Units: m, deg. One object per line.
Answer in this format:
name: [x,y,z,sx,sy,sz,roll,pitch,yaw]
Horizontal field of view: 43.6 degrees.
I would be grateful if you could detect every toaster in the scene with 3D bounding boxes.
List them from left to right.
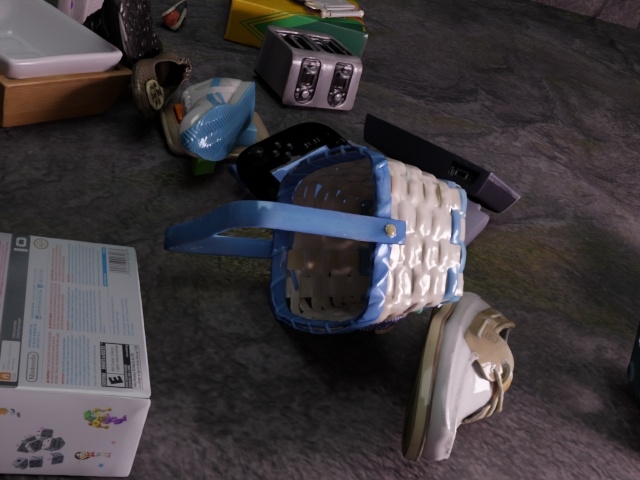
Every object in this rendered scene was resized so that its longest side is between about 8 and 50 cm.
toaster: [-0.028,-0.345,1.603,0.168,0.110,0.186,1,33,-32]

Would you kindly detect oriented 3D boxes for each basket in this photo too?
basket: [0.000,0.000,0.866,0.288,0.201,0.254,10,-8,-26]

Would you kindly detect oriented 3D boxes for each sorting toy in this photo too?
sorting toy: [-0.166,-0.191,1.316,0.196,0.047,0.348,5,31,-24]

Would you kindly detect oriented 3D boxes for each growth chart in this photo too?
growth chart: [-0.014,-0.569,1.869,0.172,0.021,0.237,-11,41,-40]

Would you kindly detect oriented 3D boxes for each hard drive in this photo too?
hard drive: [0.198,-0.127,1.351,0.254,0.054,0.172,32,6,32]

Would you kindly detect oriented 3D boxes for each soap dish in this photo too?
soap dish: [-0.467,-0.282,1.217,0.290,0.118,0.229,33,31,24]

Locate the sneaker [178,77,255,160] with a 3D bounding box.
sneaker: [-0.170,-0.183,1.197,0.092,0.087,0.229,9,27,10]

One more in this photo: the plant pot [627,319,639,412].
plant pot: [0.512,0.153,0.943,0.252,0.248,0.247,5,28,7]

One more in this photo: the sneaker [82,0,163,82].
sneaker: [-0.339,-0.330,1.298,0.124,0.107,0.283,12,-15,-1]

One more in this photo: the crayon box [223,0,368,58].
crayon box: [-0.063,-0.547,1.935,0.313,0.106,0.363,13,29,-11]

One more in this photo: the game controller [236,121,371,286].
game controller: [0.021,-0.058,1.125,0.166,0.067,0.319,-34,56,-16]

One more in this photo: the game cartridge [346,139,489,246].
game cartridge: [0.104,-0.065,1.258,0.294,0.060,0.196,29,26,17]

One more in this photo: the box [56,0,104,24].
box: [-0.455,-0.532,1.714,0.063,0.067,0.324,20,29,3]

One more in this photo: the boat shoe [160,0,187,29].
boat shoe: [-0.316,-0.498,1.766,0.043,0.049,0.137,57,17,-21]

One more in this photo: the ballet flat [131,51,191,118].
ballet flat: [-0.252,-0.257,1.288,0.058,0.084,0.250,-3,22,4]

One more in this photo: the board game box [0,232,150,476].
board game box: [-0.314,0.086,0.697,0.303,0.098,0.224,9,29,-21]

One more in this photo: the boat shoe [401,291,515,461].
boat shoe: [0.158,0.138,0.874,0.103,0.113,0.302,17,27,8]
